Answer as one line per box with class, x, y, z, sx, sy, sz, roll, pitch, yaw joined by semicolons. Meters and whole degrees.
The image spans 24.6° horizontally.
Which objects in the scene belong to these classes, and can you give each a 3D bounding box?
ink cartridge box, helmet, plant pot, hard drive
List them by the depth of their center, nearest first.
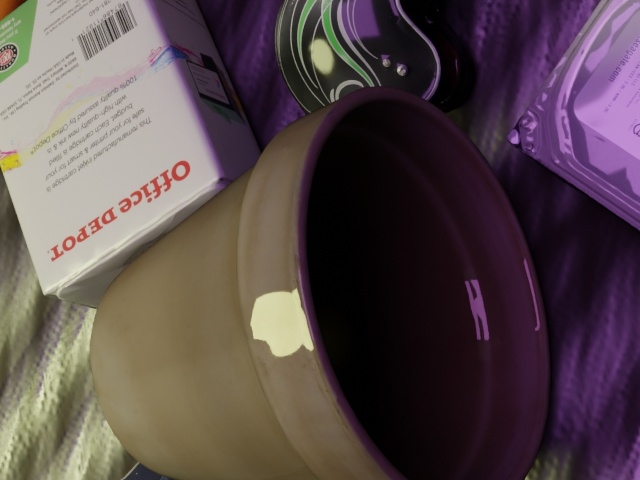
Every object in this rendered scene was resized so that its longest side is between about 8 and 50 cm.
hard drive;0.343;-0.081;1.129;0.339;0.064;0.237;39;99;24
plant pot;-0.020;0.072;1.157;0.280;0.323;0.323;-17;74;36
helmet;0.044;-0.174;1.230;0.169;0.169;0.162;-21;88;21
ink cartridge box;-0.183;-0.102;1.335;0.201;0.117;0.278;-32;64;19

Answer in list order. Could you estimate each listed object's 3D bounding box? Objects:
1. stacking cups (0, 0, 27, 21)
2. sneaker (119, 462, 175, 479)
stacking cups;-0.314;-0.291;1.463;0.096;0.096;0.316;22;94;26
sneaker;-0.120;0.290;1.263;0.163;0.086;0.226;17;79;16
